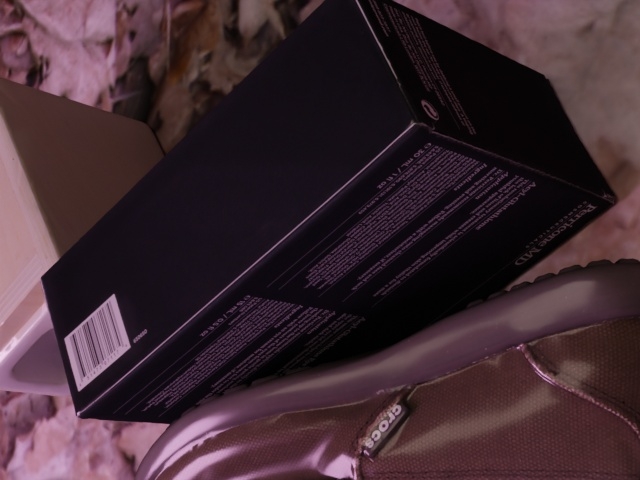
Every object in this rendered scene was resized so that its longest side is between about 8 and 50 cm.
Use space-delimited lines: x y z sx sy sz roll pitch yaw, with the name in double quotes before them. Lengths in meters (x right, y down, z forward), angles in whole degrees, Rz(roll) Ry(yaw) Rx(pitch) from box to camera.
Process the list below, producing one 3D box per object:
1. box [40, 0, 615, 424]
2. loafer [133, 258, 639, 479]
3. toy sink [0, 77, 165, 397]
"box" 0.000 0.000 0.723 0.261 0.184 0.103 -40 54 28
"loafer" 0.039 0.128 0.690 0.366 0.134 0.130 -28 63 34
"toy sink" -0.170 0.026 0.890 0.131 0.153 0.234 -46 55 24
